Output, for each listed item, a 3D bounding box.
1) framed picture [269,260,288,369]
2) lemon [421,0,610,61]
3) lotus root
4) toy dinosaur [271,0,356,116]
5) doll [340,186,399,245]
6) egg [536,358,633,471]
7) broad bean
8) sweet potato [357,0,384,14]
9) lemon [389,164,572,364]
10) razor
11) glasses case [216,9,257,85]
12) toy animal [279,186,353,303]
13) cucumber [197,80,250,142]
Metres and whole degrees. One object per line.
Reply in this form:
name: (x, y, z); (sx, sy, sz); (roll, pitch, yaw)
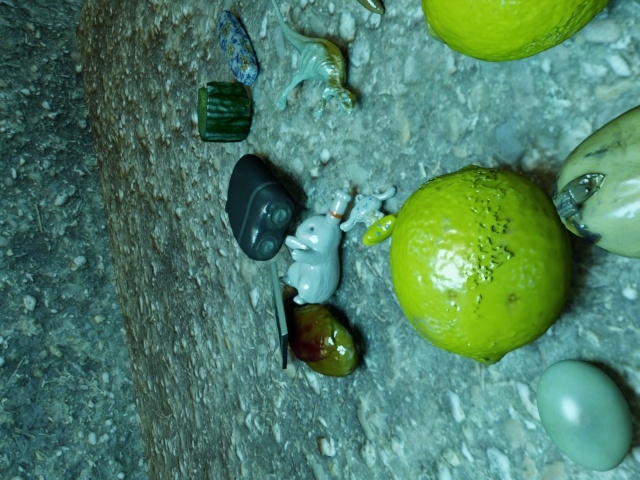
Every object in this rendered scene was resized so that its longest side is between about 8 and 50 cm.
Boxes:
framed picture: (-0.104, 0.198, 1.096); (0.265, 0.018, 0.192); (98, 162, -57)
lemon: (0.269, -0.388, 0.581); (0.293, 0.293, 0.293); (4, 96, 48)
lotus root: (0.434, -0.090, 0.489); (0.310, 0.183, 0.182); (-30, 71, 42)
toy dinosaur: (-0.033, -0.426, 1.044); (0.205, 0.092, 0.392); (-31, 68, 45)
doll: (0.118, -0.056, 0.918); (0.113, 0.071, 0.135); (32, 93, 22)
egg: (0.374, 0.247, 0.616); (0.114, 0.114, 0.152); (-23, 78, 47)
broad bean: (0.008, 0.229, 1.018); (0.228, 0.122, 0.156); (17, 106, 48)
sweet potato: (0.079, -0.651, 0.897); (0.106, 0.095, 0.354); (0, 98, 8)
lemon: (0.234, 0.037, 0.655); (0.258, 0.258, 0.310); (-2, 92, 48)
razor: (-0.177, -0.099, 1.148); (0.349, 0.114, 0.204); (51, 126, 54)
glasses case: (-0.251, -0.578, 1.295); (0.087, 0.065, 0.248); (-43, 64, 49)
toy animal: (-0.014, 0.007, 1.009); (0.140, 0.138, 0.282); (-135, 48, -66)
cucumber: (-0.301, -0.384, 1.312); (0.191, 0.130, 0.191); (10, 101, 60)
